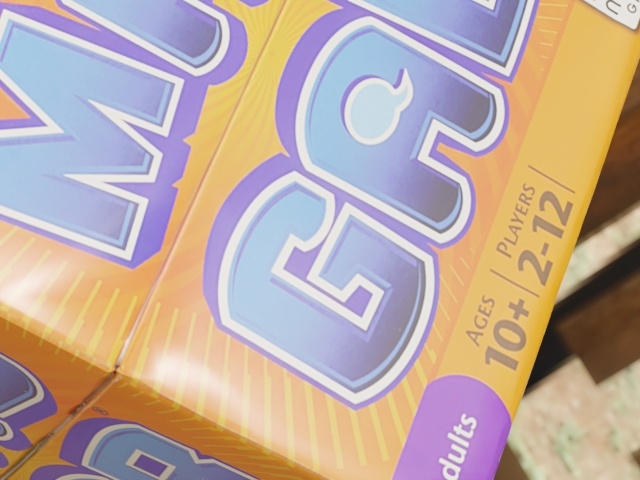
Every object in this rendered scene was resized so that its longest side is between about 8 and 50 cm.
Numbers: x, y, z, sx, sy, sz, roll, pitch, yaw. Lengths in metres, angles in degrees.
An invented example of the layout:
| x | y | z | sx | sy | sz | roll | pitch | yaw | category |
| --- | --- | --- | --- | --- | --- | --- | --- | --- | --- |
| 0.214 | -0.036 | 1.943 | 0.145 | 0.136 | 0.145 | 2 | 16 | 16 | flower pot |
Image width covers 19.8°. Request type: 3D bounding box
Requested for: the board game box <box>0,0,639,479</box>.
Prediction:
| x | y | z | sx | sy | sz | roll | pitch | yaw | category |
| --- | --- | --- | --- | --- | --- | --- | --- | --- | --- |
| -0.088 | -0.036 | 0.995 | 0.356 | 0.356 | 0.356 | 28 | 63 | -11 | board game box |
